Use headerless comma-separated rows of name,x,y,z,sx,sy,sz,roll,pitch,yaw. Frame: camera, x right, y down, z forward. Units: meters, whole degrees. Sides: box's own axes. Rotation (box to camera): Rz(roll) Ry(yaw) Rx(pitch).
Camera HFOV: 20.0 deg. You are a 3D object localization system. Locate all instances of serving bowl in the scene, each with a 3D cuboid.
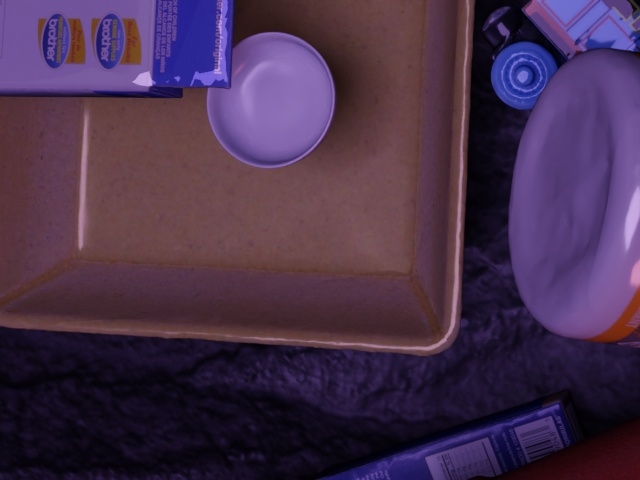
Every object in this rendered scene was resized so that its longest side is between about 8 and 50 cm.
serving bowl,-0.027,-0.085,1.117,0.083,0.027,0.083,-1,88,18

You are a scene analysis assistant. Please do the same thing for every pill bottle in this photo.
pill bottle,0.259,-0.011,1.022,0.278,0.162,0.162,7,106,-17

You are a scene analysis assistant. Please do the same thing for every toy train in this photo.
toy train,0.185,-0.089,1.131,0.105,0.080,0.184,-43,88,13

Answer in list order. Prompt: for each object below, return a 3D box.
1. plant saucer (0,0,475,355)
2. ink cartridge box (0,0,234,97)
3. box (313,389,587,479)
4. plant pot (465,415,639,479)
plant saucer,-0.054,-0.102,1.183,0.332,0.081,0.333,3,90,19
ink cartridge box,-0.187,-0.184,1.154,0.311,0.065,0.186,2,89,21
box,0.088,0.200,1.246,0.225,0.036,0.136,-20,94,20
plant pot,0.210,0.215,1.074,0.265,0.272,0.272,-28,92,-1
